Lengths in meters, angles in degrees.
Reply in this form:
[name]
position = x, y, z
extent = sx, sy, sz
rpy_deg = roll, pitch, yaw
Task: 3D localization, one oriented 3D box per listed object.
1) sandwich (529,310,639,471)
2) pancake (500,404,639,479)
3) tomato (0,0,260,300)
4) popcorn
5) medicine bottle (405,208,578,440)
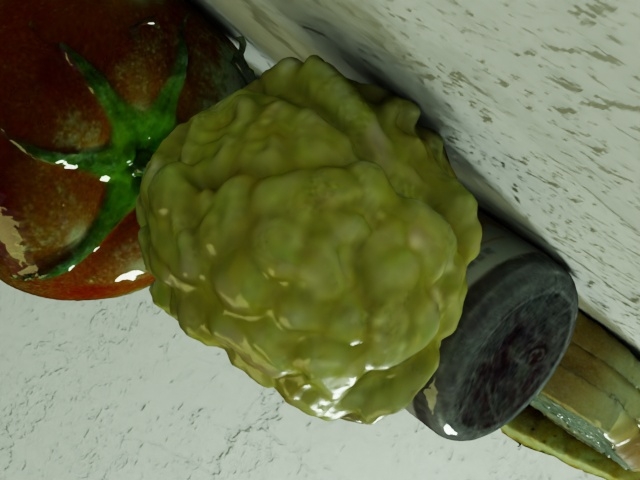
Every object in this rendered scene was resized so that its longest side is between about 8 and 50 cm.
[sandwich]
position = 0.225, 0.121, 1.300
extent = 0.271, 0.099, 0.301
rpy_deg = 37, 177, 27
[pancake]
position = 0.350, 0.246, 1.801
extent = 0.304, 0.067, 0.427
rpy_deg = 11, -169, -26
[tomato]
position = -0.212, -0.106, 1.171
extent = 0.239, 0.303, 0.303
rpy_deg = 30, 173, 45
[popcorn]
position = 0.000, 0.000, 0.845
extent = 0.259, 0.212, 0.259
rpy_deg = 33, -177, -2
[medicine bottle]
position = 0.060, 0.025, 1.059
extent = 0.273, 0.165, 0.165
rpy_deg = 38, 179, 34
